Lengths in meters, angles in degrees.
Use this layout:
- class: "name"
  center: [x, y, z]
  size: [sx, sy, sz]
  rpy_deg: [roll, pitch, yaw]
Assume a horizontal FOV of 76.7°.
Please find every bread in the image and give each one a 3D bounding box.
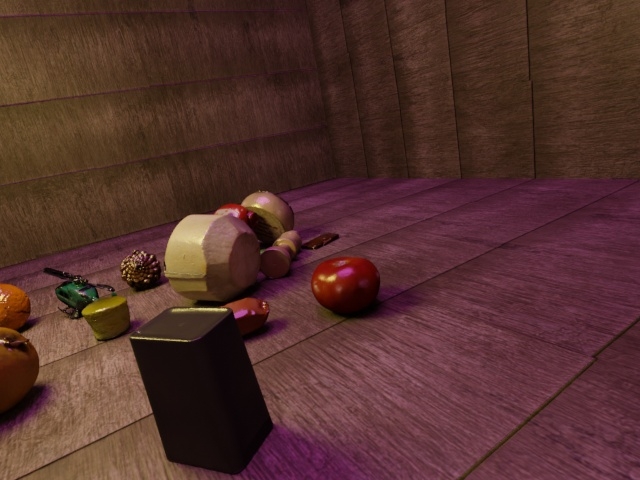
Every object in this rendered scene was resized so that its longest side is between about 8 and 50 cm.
- class: "bread"
  center: [-0.652, 0.234, 1.253]
  size: [0.111, 0.114, 0.129]
  rpy_deg: [-4, 16, 21]

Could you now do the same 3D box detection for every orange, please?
- class: "orange"
  center: [-1.135, 0.245, 1.431]
  size: [0.193, 0.193, 0.161]
  rpy_deg: [-11, -7, 0]

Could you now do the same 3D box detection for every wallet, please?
- class: "wallet"
  center: [0.000, 0.000, 1.810]
  size: [0.095, 0.026, 0.176]
  rpy_deg: [7, 24, 43]

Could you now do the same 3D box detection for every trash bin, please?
- class: "trash bin"
  center: [-0.196, 0.241, 0.677]
  size: [0.164, 0.240, 0.122]
  rpy_deg: [-2, 19, 25]

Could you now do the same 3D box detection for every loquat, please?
- class: "loquat"
  center: [-0.769, 0.302, 0.930]
  size: [0.208, 0.208, 0.208]
  rpy_deg: [-10, 15, 3]

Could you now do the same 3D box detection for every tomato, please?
- class: "tomato"
  center: [0.070, 0.121, 1.117]
  size: [0.195, 0.136, 0.195]
  rpy_deg: [-11, 13, 3]

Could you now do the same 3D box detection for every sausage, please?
- class: "sausage"
  center: [-0.300, 0.234, 1.057]
  size: [0.349, 0.093, 0.097]
  rpy_deg: [-14, 29, -17]

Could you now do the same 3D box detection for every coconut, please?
- class: "coconut"
  center: [-0.371, 0.056, 1.382]
  size: [0.323, 0.322, 0.323]
  rpy_deg: [-10, 15, 3]

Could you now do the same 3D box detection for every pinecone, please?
- class: "pinecone"
  center: [-0.737, 0.125, 1.660]
  size: [0.174, 0.173, 0.173]
  rpy_deg: [-10, 15, 3]

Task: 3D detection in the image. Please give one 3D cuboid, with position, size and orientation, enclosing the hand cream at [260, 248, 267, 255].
- class: "hand cream"
  center: [-0.246, 0.061, 1.722]
  size: [0.095, 0.045, 0.175]
  rpy_deg: [-14, 14, -1]

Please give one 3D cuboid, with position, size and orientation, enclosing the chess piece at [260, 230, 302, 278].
- class: "chess piece"
  center: [-0.145, 0.035, 1.641]
  size: [0.117, 0.117, 0.397]
  rpy_deg: [-8, 14, 9]

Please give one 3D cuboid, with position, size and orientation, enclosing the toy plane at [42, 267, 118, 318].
- class: "toy plane"
  center: [-0.844, 0.202, 1.453]
  size: [0.382, 0.155, 0.106]
  rpy_deg: [17, 26, 26]

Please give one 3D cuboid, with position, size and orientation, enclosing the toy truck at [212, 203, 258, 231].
- class: "toy truck"
  center: [-0.408, -0.024, 1.768]
  size: [0.189, 0.264, 0.239]
  rpy_deg: [8, 12, 23]

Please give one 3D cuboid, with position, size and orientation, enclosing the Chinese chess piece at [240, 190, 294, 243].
- class: "Chinese chess piece"
  center: [-0.254, -0.105, 1.910]
  size: [0.270, 0.270, 0.112]
  rpy_deg: [-1, 45, 33]
